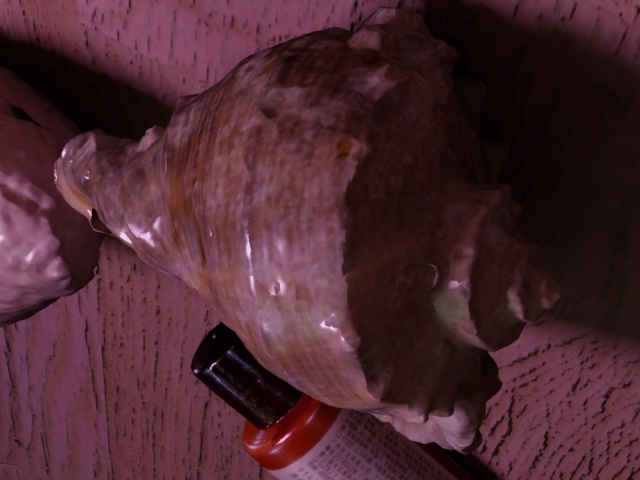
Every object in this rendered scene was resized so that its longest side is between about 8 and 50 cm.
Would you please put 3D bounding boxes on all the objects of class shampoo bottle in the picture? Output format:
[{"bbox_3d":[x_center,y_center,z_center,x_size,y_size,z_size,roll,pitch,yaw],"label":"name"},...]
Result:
[{"bbox_3d":[0.012,0.164,1.500,0.278,0.104,0.104,42,153,-20],"label":"shampoo bottle"}]

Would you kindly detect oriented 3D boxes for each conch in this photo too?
[{"bbox_3d":[0.013,-0.012,1.083,0.352,0.210,0.297,37,165,44],"label":"conch"}]

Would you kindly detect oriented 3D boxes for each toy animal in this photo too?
[{"bbox_3d":[-0.273,-0.036,1.349,0.226,0.188,0.358,30,163,-11],"label":"toy animal"}]
